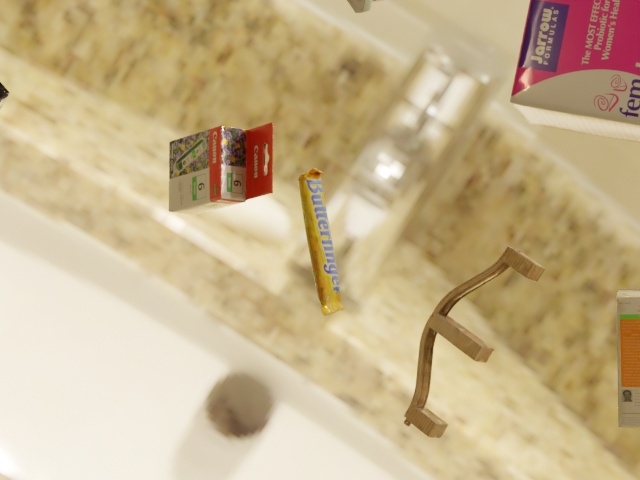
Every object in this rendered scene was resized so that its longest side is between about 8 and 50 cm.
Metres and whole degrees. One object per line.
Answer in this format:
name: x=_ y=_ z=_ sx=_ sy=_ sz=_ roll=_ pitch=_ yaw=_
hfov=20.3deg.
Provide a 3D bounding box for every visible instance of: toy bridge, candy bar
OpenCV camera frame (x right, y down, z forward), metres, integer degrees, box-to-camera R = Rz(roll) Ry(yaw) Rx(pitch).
toy bridge: x=0.123 y=0.086 z=1.581 sx=0.063 sy=0.188 sz=0.026 roll=37 pitch=12 yaw=30
candy bar: x=0.000 y=0.000 z=1.914 sx=0.018 sy=0.161 sz=0.040 roll=-4 pitch=9 yaw=34

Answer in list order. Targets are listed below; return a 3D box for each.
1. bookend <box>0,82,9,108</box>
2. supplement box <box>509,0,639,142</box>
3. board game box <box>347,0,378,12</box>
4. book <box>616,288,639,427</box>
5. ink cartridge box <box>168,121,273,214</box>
bookend: x=-0.449 y=-0.177 z=2.045 sx=0.156 sy=0.072 sz=0.157 roll=47 pitch=-29 yaw=-1
supplement box: x=0.270 y=-0.133 z=1.389 sx=0.220 sy=0.111 sz=0.114 roll=10 pitch=-2 yaw=16
board game box: x=0.013 y=-0.516 z=1.950 sx=0.050 sy=0.390 sz=0.390 roll=-15 pitch=56 yaw=-24
book: x=0.355 y=0.124 z=1.837 sx=0.096 sy=0.144 sz=0.035 roll=1 pitch=15 yaw=15
ink cartridge box: x=-0.083 y=-0.060 z=1.472 sx=0.029 sy=0.062 sz=0.115 roll=7 pitch=-12 yaw=-37
